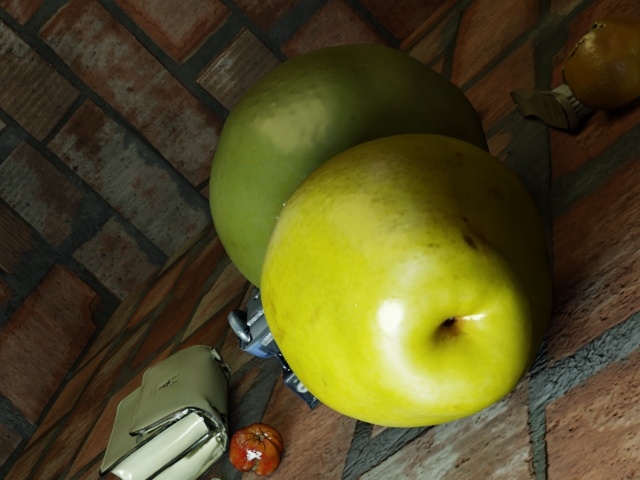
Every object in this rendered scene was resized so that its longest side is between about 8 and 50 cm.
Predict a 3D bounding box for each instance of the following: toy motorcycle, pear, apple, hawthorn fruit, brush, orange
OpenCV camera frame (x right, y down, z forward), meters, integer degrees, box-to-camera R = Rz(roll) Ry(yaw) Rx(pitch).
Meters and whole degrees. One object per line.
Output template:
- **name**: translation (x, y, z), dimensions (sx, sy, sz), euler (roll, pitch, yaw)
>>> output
- **toy motorcycle**: translation (-0.055, 0.136, 1.914), dimensions (0.125, 0.212, 0.358), euler (-43, 17, 14)
- **pear**: translation (0.106, 0.050, 1.319), dimensions (0.362, 0.362, 0.418), euler (-47, 18, 0)
- **apple**: translation (0.056, -0.089, 1.707), dimensions (0.473, 0.473, 0.473), euler (-44, 13, 12)
- **hawthorn fruit**: translation (-0.102, 0.336, 1.724), dimensions (0.093, 0.093, 0.093), euler (-44, 13, 12)
- **brush**: translation (0.403, -0.243, 1.906), dimensions (0.065, 0.070, 0.327), euler (-28, 11, -1)
- **orange**: translation (0.450, -0.279, 1.686), dimensions (0.154, 0.134, 0.155), euler (-36, 17, 13)

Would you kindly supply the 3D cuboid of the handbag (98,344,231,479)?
- **handbag**: translation (-0.283, 0.350, 2.100), dimensions (0.236, 0.160, 0.358), euler (-38, 13, 5)

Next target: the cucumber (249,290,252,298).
- **cucumber**: translation (-0.131, 0.112, 2.569), dimensions (0.056, 0.056, 0.250), euler (-41, 11, 25)

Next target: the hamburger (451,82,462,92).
- **hamburger**: translation (0.219, -0.247, 2.319), dimensions (0.237, 0.147, 0.237), euler (-41, 12, 11)

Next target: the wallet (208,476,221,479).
- **wallet**: translation (-0.260, 0.489, 1.794), dimensions (0.231, 0.069, 0.170), euler (-39, 9, 25)
